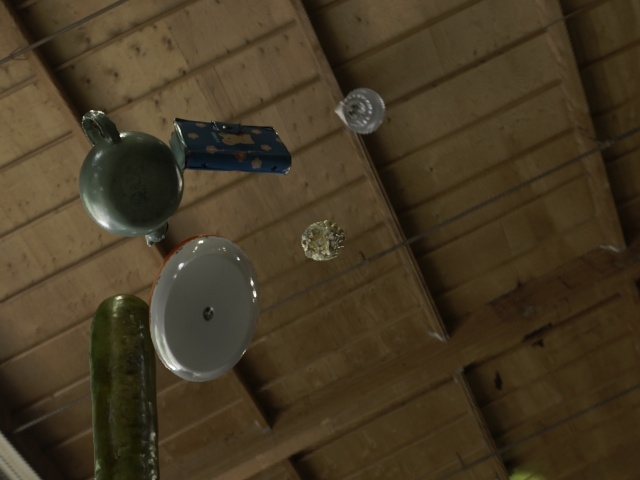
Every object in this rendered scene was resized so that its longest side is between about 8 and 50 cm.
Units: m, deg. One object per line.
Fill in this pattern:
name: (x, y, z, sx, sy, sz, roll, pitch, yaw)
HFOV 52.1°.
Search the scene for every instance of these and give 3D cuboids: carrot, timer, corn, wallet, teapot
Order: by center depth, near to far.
timer: (-0.108, 0.058, 0.607, 0.099, 0.136, 0.136, 20, -74, -10)
carrot: (-0.196, 0.206, 0.656, 0.074, 0.358, 0.074, -9, -40, -8)
wallet: (-0.169, -0.172, 1.202, 0.202, 0.141, 0.059, -1, -56, -25)
teapot: (-0.351, -0.105, 1.208, 0.193, 0.129, 0.294, -40, -58, -30)
corn: (0.000, 0.000, 1.303, 0.087, 0.211, 0.087, 0, -90, 8)
